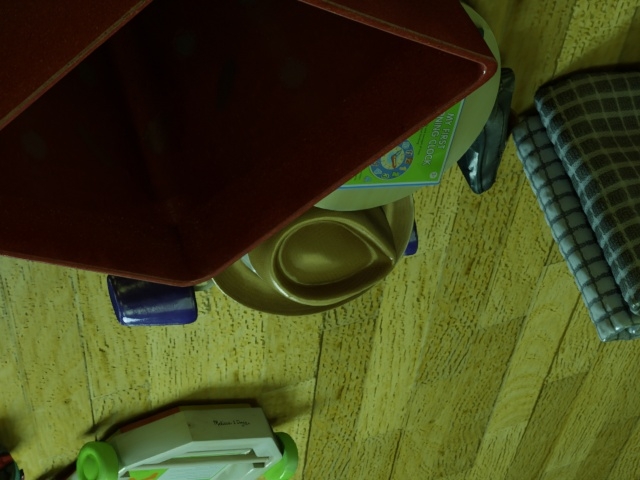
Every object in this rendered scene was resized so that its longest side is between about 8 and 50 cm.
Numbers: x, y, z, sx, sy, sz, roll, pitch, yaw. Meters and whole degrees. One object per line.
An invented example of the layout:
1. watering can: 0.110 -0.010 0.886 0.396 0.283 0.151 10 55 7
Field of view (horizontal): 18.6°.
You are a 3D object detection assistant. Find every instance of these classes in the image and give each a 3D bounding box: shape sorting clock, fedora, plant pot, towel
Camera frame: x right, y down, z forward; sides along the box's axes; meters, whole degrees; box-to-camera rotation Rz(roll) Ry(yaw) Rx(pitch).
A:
1. shape sorting clock: 0.049 -0.109 1.546 0.206 0.040 0.206 -13 132 -15
2. fedora: 0.000 0.000 1.650 0.194 0.079 0.194 -11 122 -18
3. plant pot: -0.105 -0.152 1.145 0.267 0.235 0.267 -35 153 30
4. towel: 0.337 -0.041 1.736 0.284 0.235 0.121 -7 148 -29

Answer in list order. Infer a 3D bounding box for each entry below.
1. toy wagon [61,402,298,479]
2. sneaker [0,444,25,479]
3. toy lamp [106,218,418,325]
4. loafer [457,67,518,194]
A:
1. toy wagon: -0.199 0.286 2.194 0.267 0.068 0.344 2 148 -41
2. sneaker: -0.421 0.295 1.992 0.262 0.104 0.125 -20 158 -2
3. toy lamp: -0.052 0.016 1.731 0.275 0.080 0.080 -16 155 -11
4. loafer: 0.144 -0.092 1.684 0.061 0.062 0.170 -24 157 -4
